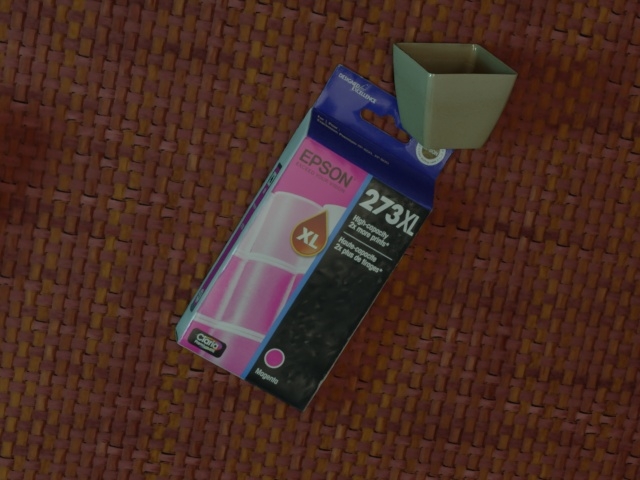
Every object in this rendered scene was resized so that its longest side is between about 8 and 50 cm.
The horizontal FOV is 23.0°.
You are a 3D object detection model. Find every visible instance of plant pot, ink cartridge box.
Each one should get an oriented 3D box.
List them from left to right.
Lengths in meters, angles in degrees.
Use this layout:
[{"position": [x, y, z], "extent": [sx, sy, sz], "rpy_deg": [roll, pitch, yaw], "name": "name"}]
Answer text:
[{"position": [0.000, 0.000, 1.809], "extent": [0.175, 0.069, 0.371], "rpy_deg": [30, 96, -14], "name": "ink cartridge box"}, {"position": [0.143, -0.159, 1.759], "extent": [0.109, 0.109, 0.096], "rpy_deg": [-1, 115, -22], "name": "plant pot"}]
